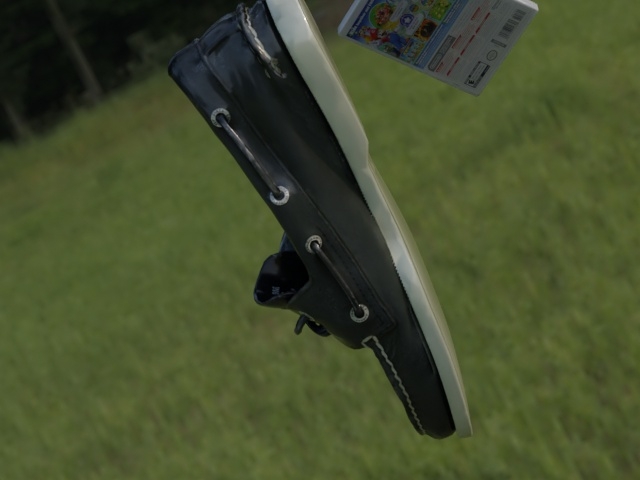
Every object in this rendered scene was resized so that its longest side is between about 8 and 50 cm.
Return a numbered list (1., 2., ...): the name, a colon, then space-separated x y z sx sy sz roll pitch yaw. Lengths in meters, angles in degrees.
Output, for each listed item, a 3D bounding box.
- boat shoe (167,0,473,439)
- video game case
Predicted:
1. boat shoe: 0.000 0.001 1.218 0.113 0.340 0.127 -23 28 4
2. video game case: 0.086 -0.162 1.360 0.087 0.122 0.011 -56 23 32
